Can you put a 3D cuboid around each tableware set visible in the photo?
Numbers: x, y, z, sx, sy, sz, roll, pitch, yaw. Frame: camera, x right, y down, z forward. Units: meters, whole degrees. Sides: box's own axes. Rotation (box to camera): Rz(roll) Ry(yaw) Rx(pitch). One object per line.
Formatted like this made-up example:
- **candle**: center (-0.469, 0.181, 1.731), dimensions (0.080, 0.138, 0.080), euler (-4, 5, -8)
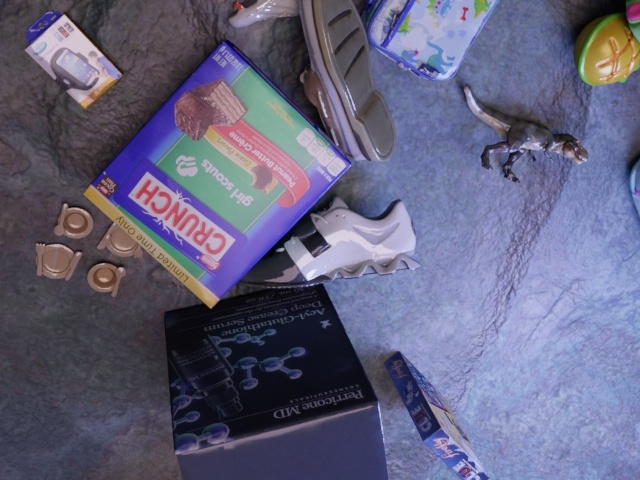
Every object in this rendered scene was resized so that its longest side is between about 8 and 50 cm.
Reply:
- **tableware set**: center (-0.384, 0.018, 1.276), dimensions (0.169, 0.020, 0.141), euler (19, 108, -20)

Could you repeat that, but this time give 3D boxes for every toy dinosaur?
- **toy dinosaur**: center (0.337, -0.170, 1.347), dimensions (0.268, 0.064, 0.118), euler (21, 101, -19)

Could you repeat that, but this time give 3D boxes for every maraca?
- **maraca**: center (0.499, -0.322, 1.297), dimensions (0.186, 0.099, 0.127), euler (-5, 128, -39)

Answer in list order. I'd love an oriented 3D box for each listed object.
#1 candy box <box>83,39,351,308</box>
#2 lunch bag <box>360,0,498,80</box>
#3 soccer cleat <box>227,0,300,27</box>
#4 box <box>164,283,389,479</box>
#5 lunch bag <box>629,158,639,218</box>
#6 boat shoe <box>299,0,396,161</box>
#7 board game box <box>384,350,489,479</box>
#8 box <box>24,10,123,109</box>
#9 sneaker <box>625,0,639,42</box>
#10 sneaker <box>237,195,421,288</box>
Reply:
- **candy box**: center (-0.159, -0.103, 1.191), dimensions (0.268, 0.122, 0.317), euler (43, 99, -11)
- **lunch bag**: center (0.173, -0.373, 1.197), dimensions (0.176, 0.090, 0.219), euler (28, 104, -20)
- **soccer cleat**: center (-0.046, -0.363, 1.161), dimensions (0.196, 0.068, 0.076), euler (-29, 120, -2)
- **box**: center (-0.085, 0.266, 1.251), dimensions (0.294, 0.395, 0.212), euler (-13, 117, -8)
- **lunch bag**: center (0.725, -0.076, 1.453), dimensions (0.224, 0.108, 0.279), euler (-35, 119, -2)
- **boat shoe**: center (0.021, -0.251, 1.186), dimensions (0.113, 0.103, 0.302), euler (-50, 131, -38)
- **board game box**: center (0.214, 0.332, 1.439), dimensions (0.042, 0.243, 0.165), euler (-39, 116, 7)
- **box**: center (-0.372, -0.273, 1.143), dimensions (0.081, 0.028, 0.136), euler (-40, 118, 6)
- **sneaker**: center (0.631, -0.521, 1.217), dimensions (0.202, 0.185, 0.482), euler (10, 108, -57)
- **sneaker**: center (0.000, 0.000, 1.322), dimensions (0.331, 0.122, 0.146), euler (-10, 98, -8)
